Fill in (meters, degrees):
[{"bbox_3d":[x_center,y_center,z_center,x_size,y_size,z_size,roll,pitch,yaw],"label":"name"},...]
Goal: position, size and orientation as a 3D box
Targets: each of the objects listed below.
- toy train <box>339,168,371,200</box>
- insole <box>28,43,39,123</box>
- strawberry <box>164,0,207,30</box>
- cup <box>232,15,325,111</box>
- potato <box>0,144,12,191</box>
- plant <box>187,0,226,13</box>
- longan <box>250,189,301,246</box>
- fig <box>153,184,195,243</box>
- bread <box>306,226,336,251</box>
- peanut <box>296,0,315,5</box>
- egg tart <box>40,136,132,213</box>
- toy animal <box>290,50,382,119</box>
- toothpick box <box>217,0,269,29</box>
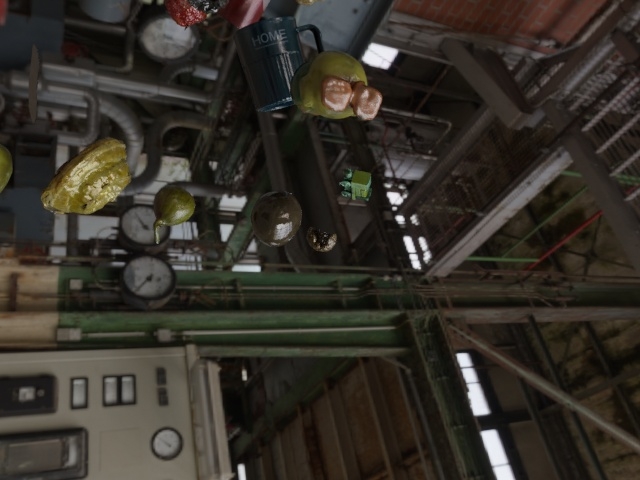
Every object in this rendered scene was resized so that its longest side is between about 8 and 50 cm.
[{"bbox_3d":[0.091,-0.144,1.415,0.122,0.081,0.050,72,32,-69],"label":"toy train"},{"bbox_3d":[-0.681,-0.370,1.307,0.080,0.003,0.232,62,-39,20],"label":"insole"},{"bbox_3d":[-0.417,-0.723,1.681,0.131,0.148,0.131,0,-90,22],"label":"strawberry"},{"bbox_3d":[-0.145,-0.659,2.071,0.242,0.308,0.292,5,-69,66],"label":"cup"},{"bbox_3d":[-0.983,-0.187,1.523,0.148,0.197,0.228,14,-104,43],"label":"potato"},{"bbox_3d":[-0.291,-0.701,1.383,0.142,0.164,0.256,-26,-115,31],"label":"plant"},{"bbox_3d":[-0.159,-0.082,1.957,0.198,0.198,0.212,-50,-171,50],"label":"longan"},{"bbox_3d":[-0.540,-0.110,1.945,0.142,0.186,0.148,47,-47,-1],"label":"fig"},{"bbox_3d":[0.000,0.000,2.025,0.060,0.113,0.082,-33,134,-74],"label":"bread"},{"bbox_3d":[-0.026,-0.785,1.764,0.054,0.113,0.054,165,-90,-82],"label":"peanut"},{"bbox_3d":[-0.632,-0.159,1.531,0.115,0.290,0.290,46,-35,-2],"label":"egg tart"},{"bbox_3d":[0.032,-0.464,1.642,0.338,0.216,0.191,-145,-117,-63],"label":"toy animal"},{"bbox_3d":[-0.288,-1.036,2.235,0.333,0.204,0.204,-57,-145,14],"label":"toothpick box"}]
